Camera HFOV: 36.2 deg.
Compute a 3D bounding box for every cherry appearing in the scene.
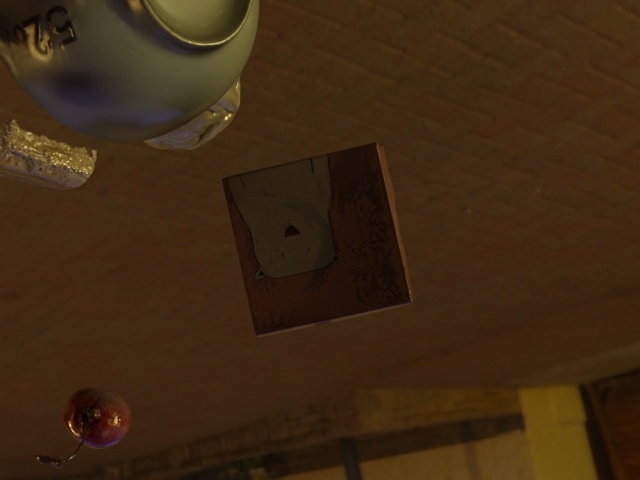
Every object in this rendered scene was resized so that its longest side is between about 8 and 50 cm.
[{"bbox_3d":[-0.369,0.285,1.512,0.090,0.107,0.225,-55,167,18],"label":"cherry"}]

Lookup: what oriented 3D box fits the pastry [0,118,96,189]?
[{"bbox_3d":[-0.534,-0.153,1.850,0.121,0.089,0.258,-11,163,28],"label":"pastry"}]

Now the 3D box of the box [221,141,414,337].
[{"bbox_3d":[0.000,0.000,1.277,0.215,0.215,0.086,-13,176,5],"label":"box"}]

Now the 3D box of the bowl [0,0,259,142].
[{"bbox_3d":[-0.201,-0.300,1.163,0.353,0.354,0.185,3,177,-42],"label":"bowl"}]

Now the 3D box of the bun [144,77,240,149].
[{"bbox_3d":[-0.205,-0.254,1.593,0.160,0.259,0.259,21,165,2],"label":"bun"}]
